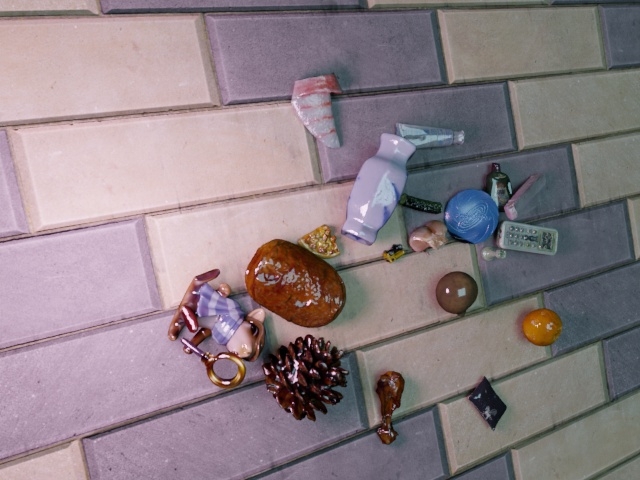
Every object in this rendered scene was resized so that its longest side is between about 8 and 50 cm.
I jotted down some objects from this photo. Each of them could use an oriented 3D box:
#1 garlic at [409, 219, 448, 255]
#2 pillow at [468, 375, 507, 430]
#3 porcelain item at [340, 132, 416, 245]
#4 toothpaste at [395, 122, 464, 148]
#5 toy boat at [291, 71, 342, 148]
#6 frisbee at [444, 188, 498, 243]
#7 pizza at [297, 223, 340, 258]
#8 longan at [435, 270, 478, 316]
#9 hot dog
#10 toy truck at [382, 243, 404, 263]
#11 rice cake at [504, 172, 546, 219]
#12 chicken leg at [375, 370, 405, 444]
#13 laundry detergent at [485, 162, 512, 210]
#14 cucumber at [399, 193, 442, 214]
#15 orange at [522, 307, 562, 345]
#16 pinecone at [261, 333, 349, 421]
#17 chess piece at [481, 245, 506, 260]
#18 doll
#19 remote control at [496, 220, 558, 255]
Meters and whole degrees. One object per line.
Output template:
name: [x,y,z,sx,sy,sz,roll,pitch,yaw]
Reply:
garlic: [0.455,-0.015,1.951,0.175,0.099,0.124,-36,83,-22]
pillow: [0.744,0.722,2.074,0.141,0.055,0.208,-46,106,-24]
porcelain item: [0.212,-0.190,1.779,0.179,0.242,0.404,25,85,3]
toothpaste: [0.456,-0.434,1.968,0.300,0.073,0.113,-2,91,-14]
toy boat: [0.000,-0.482,1.788,0.206,0.096,0.282,-17,108,-14]
frisbee: [0.655,-0.102,2.016,0.242,0.045,0.241,0,94,-4]
pizza: [0.000,0.001,1.790,0.175,0.046,0.134,9,86,-21]
longan: [0.572,0.226,1.955,0.185,0.159,0.204,-25,112,-20]
hot dog: [-0.087,0.157,1.692,0.388,0.174,0.266,32,82,-20]
toy truck: [0.296,0.055,1.905,0.083,0.049,0.054,-31,102,-20]
rice cake: [0.917,-0.205,2.101,0.365,0.056,0.072,-39,113,-35]
chicken leg: [0.270,0.667,1.878,0.113,0.093,0.304,5,96,-4]
laundry detergent: [0.796,-0.238,2.091,0.145,0.078,0.221,0,87,-23]
cucumber: [0.416,-0.149,1.950,0.187,0.058,0.058,11,85,-20]
orange: [1.002,0.391,2.120,0.178,0.155,0.177,-29,143,-25]
pinecone: [-0.035,0.482,1.668,0.296,0.242,0.298,-40,97,-15]
chess piece: [0.764,0.059,2.059,0.067,0.103,0.067,0,90,-21]
doll: [-0.336,0.291,1.565,0.340,0.209,0.317,36,85,-20]
remote control: [0.948,-0.009,2.152,0.336,0.066,0.127,8,85,-21]
